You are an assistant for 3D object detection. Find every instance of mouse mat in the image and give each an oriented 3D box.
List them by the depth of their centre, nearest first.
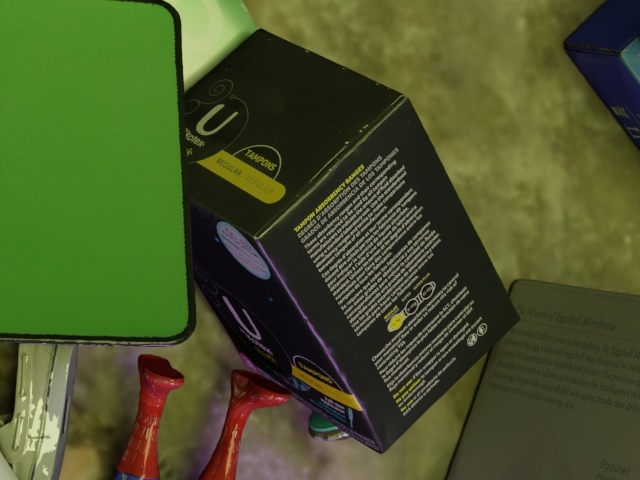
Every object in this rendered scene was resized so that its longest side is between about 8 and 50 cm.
[{"bbox_3d":[-0.134,-0.037,0.869,0.152,0.007,0.190,3,58,-12],"label":"mouse mat"}]

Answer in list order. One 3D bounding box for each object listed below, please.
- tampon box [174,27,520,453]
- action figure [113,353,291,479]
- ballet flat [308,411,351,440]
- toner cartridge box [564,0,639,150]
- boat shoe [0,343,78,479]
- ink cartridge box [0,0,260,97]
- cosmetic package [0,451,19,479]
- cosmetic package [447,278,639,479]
[{"bbox_3d":[0.000,0.000,0.947,0.101,0.120,0.161,-43,131,-16],"label":"tampon box"},{"bbox_3d":[-0.072,0.210,0.943,0.091,0.139,0.280,11,97,-24],"label":"action figure"},{"bbox_3d":[0.045,0.079,1.045,0.114,0.041,0.041,-39,108,-16],"label":"ballet flat"},{"bbox_3d":[0.309,-0.033,1.125,0.165,0.075,0.348,-43,109,-7],"label":"toner cartridge box"},{"bbox_3d":[-0.145,0.096,0.965,0.035,0.035,0.100,9,94,3],"label":"boat shoe"},{"bbox_3d":[-0.160,-0.106,0.932,0.224,0.056,0.181,-37,107,-19],"label":"ink cartridge box"},{"bbox_3d":[-0.206,0.155,0.874,0.151,0.151,0.184,-35,107,-19],"label":"cosmetic package"},{"bbox_3d":[0.171,0.151,1.002,0.138,0.224,0.225,21,85,-23],"label":"cosmetic package"}]
